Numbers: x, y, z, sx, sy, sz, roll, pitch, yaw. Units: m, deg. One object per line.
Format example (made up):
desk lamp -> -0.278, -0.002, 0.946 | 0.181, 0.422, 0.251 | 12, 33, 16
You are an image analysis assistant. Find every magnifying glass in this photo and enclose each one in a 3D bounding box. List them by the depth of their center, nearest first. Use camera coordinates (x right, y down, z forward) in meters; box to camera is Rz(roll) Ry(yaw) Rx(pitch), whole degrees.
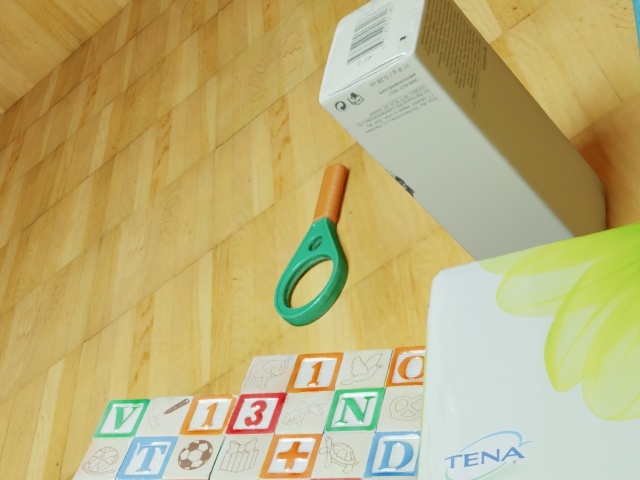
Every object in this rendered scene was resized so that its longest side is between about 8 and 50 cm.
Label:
magnifying glass -> 0.000, 0.000, 1.141 | 0.092, 0.026, 0.231 | -24, 39, 35

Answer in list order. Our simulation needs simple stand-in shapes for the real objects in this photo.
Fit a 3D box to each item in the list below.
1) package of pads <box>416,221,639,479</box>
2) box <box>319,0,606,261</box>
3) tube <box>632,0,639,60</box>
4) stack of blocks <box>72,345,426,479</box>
package of pads -> 0.177, 0.127, 0.650 | 0.229, 0.101, 0.297 | -14, 41, 24
box -> 0.125, -0.077, 0.817 | 0.094, 0.275, 0.113 | -23, 37, 35
tube -> 0.336, -0.243, 0.980 | 0.080, 0.052, 0.207 | -31, 39, 34
stack of blocks -> -0.043, 0.182, 0.803 | 0.297, 0.087, 0.171 | -7, 38, 22
